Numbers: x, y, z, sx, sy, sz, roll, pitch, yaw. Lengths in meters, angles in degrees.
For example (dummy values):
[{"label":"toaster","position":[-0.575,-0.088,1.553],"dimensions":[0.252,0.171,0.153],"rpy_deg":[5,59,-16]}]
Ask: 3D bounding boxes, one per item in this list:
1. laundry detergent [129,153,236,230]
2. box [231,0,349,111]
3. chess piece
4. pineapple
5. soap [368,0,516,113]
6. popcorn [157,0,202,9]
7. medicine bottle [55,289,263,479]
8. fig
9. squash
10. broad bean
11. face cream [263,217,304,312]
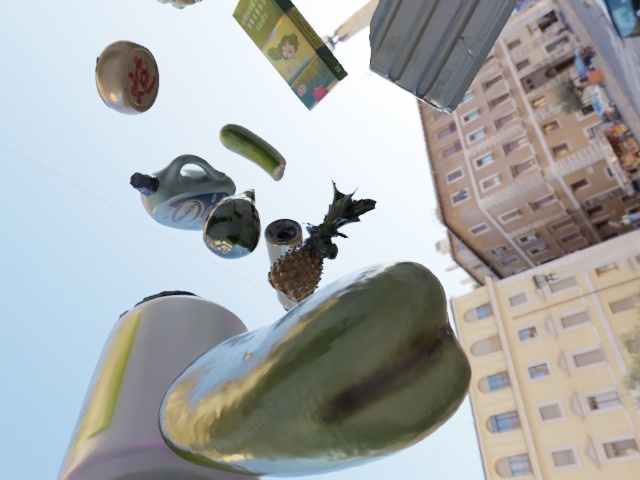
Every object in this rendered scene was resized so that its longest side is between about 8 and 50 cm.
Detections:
[{"label":"laundry detergent","position":[-0.370,-0.134,1.302],"dimensions":[0.105,0.215,0.280],"rpy_deg":[52,-168,27]},{"label":"box","position":[-0.059,-0.363,0.911],"dimensions":[0.235,0.132,0.034],"rpy_deg":[50,-118,-10]},{"label":"chess piece","position":[-0.222,-0.189,0.575],"dimensions":[0.083,0.038,0.083],"rpy_deg":[11,-90,-76]},{"label":"pineapple","position":[0.000,0.000,1.052],"dimensions":[0.119,0.277,0.130],"rpy_deg":[34,179,-3]},{"label":"soap","position":[0.352,-0.652,1.490],"dimensions":[0.350,0.435,0.213],"rpy_deg":[32,-158,17]},{"label":"popcorn","position":[-0.173,-0.387,0.614],"dimensions":[0.170,0.180,0.180],"rpy_deg":[27,-151,13]},{"label":"medicine bottle","position":[-0.172,0.243,0.561],"dimensions":[0.213,0.213,0.378],"rpy_deg":[46,-169,-27]},{"label":"fig","position":[-0.171,-0.049,1.004],"dimensions":[0.117,0.117,0.177],"rpy_deg":[37,-128,-37]},{"label":"squash","position":[-0.185,-0.249,1.355],"dimensions":[0.250,0.083,0.083],"rpy_deg":[37,-159,25]},{"label":"broad bean","position":[-0.016,0.112,0.387],"dimensions":[0.189,0.263,0.121],"rpy_deg":[-29,-90,-55]},{"label":"face cream","position":[-0.086,0.096,1.413],"dimensions":[0.348,0.105,0.105],"rpy_deg":[84,-170,-45]}]
